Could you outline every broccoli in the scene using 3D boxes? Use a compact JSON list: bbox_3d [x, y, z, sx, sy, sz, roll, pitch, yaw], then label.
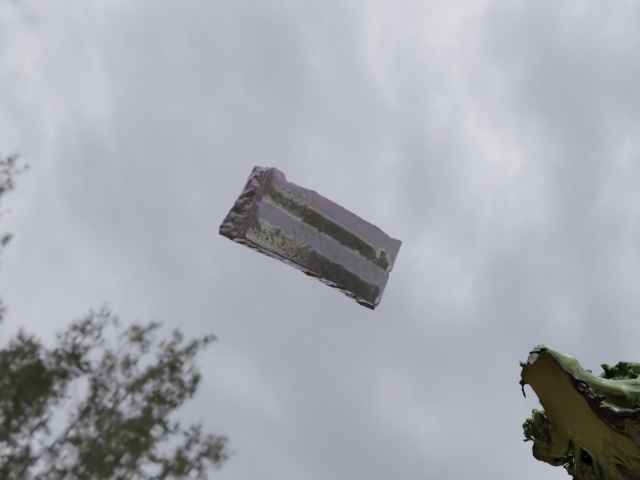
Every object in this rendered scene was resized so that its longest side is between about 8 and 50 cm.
[{"bbox_3d":[0.392,0.207,1.539,0.273,0.180,0.242,51,-40,-5],"label":"broccoli"}]

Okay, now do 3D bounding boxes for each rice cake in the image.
[{"bbox_3d":[0.000,-0.002,1.490,0.050,0.106,0.298,12,-12,44],"label":"rice cake"}]
